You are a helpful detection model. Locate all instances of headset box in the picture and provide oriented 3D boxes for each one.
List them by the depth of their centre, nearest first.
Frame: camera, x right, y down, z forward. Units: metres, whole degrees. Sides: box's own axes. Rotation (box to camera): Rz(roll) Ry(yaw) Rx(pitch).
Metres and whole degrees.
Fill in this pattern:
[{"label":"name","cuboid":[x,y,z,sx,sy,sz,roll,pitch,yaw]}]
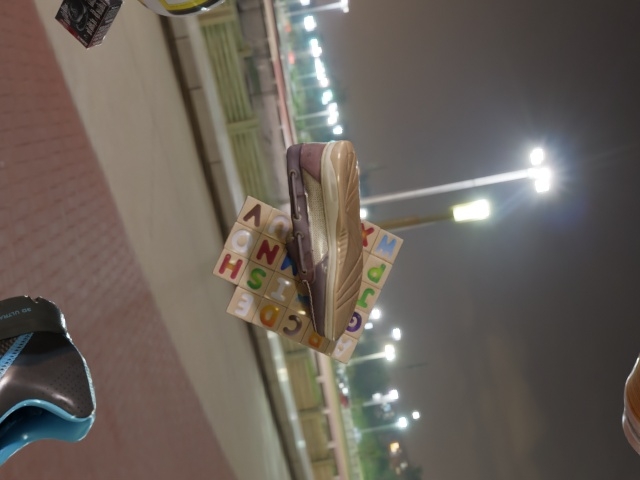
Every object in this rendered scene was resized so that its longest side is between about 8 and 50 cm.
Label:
[{"label":"headset box","cuboid":[-0.303,-0.296,1.172,0.062,0.083,0.032,43,37,4]}]

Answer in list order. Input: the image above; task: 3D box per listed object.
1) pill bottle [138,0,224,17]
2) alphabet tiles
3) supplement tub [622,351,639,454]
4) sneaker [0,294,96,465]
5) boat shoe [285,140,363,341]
[{"label":"pill bottle","cuboid":[-0.118,-0.229,0.586,0.184,0.103,0.103,42,36,-72]},{"label":"alphabet tiles","cuboid":[-0.022,0.040,1.262,0.198,0.237,0.009,-65,-162,-2]},{"label":"supplement tub","cuboid":[0.425,0.155,1.006,0.144,0.144,0.200,-100,-169,-46]},{"label":"sneaker","cuboid":[-0.358,0.164,0.764,0.140,0.340,0.125,53,-28,25]},{"label":"boat shoe","cuboid":[0.000,0.000,1.195,0.103,0.092,0.285,-51,145,-53]}]
